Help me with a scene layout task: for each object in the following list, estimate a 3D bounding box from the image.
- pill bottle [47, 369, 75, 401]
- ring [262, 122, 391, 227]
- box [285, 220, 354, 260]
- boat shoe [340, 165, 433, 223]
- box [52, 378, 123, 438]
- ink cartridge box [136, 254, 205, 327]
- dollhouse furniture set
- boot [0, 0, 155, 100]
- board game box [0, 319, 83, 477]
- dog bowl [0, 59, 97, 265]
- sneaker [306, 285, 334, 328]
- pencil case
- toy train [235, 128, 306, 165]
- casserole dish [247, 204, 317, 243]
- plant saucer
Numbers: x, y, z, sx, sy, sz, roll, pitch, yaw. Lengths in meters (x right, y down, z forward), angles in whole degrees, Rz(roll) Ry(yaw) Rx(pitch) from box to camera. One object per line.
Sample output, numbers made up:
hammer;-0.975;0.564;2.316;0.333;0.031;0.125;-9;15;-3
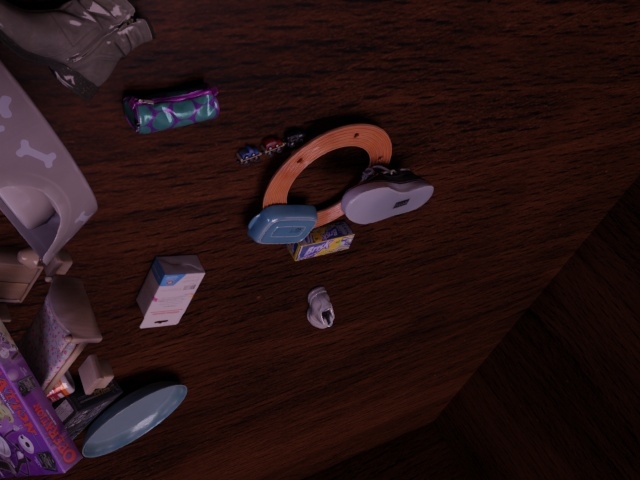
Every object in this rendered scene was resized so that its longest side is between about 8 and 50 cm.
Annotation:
pill bottle;-0.652;0.343;1.475;0.152;0.086;0.086;-26;148;-14
ring;0.014;-0.143;1.475;0.337;0.032;0.336;-24;151;-15
box;0.000;0.000;1.650;0.169;0.054;0.059;-12;142;-31
boat shoe;0.140;-0.122;1.499;0.306;0.105;0.113;-16;145;-42
box;-0.631;0.451;1.612;0.233;0.059;0.183;-43;169;15
ink cartridge box;-0.350;0.117;1.473;0.104;0.061;0.181;-1;135;-42
dollhouse furniture set;-0.546;0.179;1.093;0.174;0.355;0.303;11;128;-49
boot;-0.351;-0.313;0.888;0.161;0.083;0.246;-45;153;5
board game box;-0.555;0.240;1.077;0.208;0.346;0.056;-19;-168;30
dog bowl;-0.419;-0.134;0.818;0.102;0.349;0.348;-40;152;-20
sneaker;0.009;0.228;1.931;0.080;0.094;0.212;-29;149;-12
pencil case;-0.251;-0.226;1.095;0.152;0.064;0.070;-18;162;-26
toy train;-0.101;-0.193;1.317;0.158;0.027;0.036;-24;144;-17
casserole dish;-0.081;-0.032;1.483;0.188;0.037;0.114;-3;142;-45
plant saucer;-0.518;0.486;1.788;0.318;0.043;0.317;-35;160;-15
